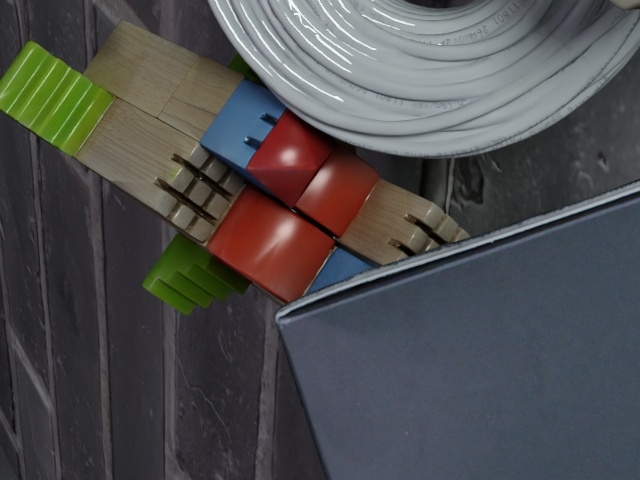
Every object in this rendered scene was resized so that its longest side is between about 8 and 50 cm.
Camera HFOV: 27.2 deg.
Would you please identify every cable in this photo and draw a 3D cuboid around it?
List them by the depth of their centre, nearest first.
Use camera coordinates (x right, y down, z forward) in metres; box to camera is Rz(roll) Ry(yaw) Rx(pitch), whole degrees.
[{"bbox_3d":[0.062,-0.174,0.706,0.257,0.089,0.257,37,109,-2],"label":"cable"}]

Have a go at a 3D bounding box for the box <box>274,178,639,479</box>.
[{"bbox_3d":[0.166,0.148,0.573,0.179,0.312,0.343,-20,84,22],"label":"box"}]

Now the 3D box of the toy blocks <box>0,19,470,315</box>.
[{"bbox_3d":[0.000,0.000,0.882,0.261,0.191,0.381,30,174,45],"label":"toy blocks"}]

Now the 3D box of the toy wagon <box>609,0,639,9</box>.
[{"bbox_3d":[0.127,-0.273,0.508,0.267,0.068,0.344,-18,83,62],"label":"toy wagon"}]
